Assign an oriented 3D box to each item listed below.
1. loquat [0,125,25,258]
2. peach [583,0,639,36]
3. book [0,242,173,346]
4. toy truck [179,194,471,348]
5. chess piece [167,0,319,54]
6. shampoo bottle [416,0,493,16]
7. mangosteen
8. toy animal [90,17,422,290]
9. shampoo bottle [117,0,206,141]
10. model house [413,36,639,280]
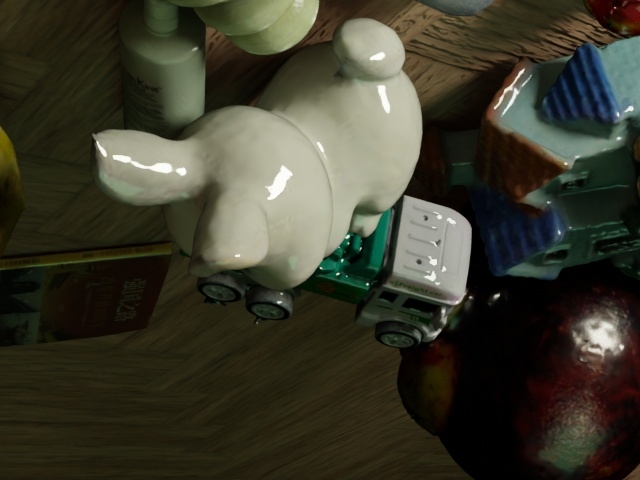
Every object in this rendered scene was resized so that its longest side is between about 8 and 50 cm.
[{"bbox_3d":[-0.412,-0.057,1.172,0.246,0.213,0.213,17,156,6],"label":"loquat"},{"bbox_3d":[0.342,-0.272,1.248,0.172,0.092,0.127,-28,150,35],"label":"peach"},{"bbox_3d":[-0.406,0.085,1.711,0.374,0.028,0.262,-5,154,-19],"label":"book"},{"bbox_3d":[0.000,0.003,1.453,0.363,0.177,0.178,18,153,-13],"label":"toy truck"},{"bbox_3d":[-0.075,-0.237,1.067,0.133,0.133,0.243,-20,163,12],"label":"chess piece"},{"bbox_3d":[0.086,-0.273,1.151,0.087,0.049,0.233,-38,148,29],"label":"shampoo bottle"},{"bbox_3d":[0.295,0.150,1.710,0.381,0.421,0.381,-37,151,-25],"label":"mangosteen"},{"bbox_3d":[-0.051,-0.079,1.197,0.367,0.196,0.241,-35,155,-43],"label":"toy animal"},{"bbox_3d":[-0.155,-0.166,1.213,0.085,0.085,0.262,-9,156,-11],"label":"shampoo bottle"},{"bbox_3d":[0.276,-0.085,1.469,0.329,0.252,0.295,-7,157,-2],"label":"model house"}]
